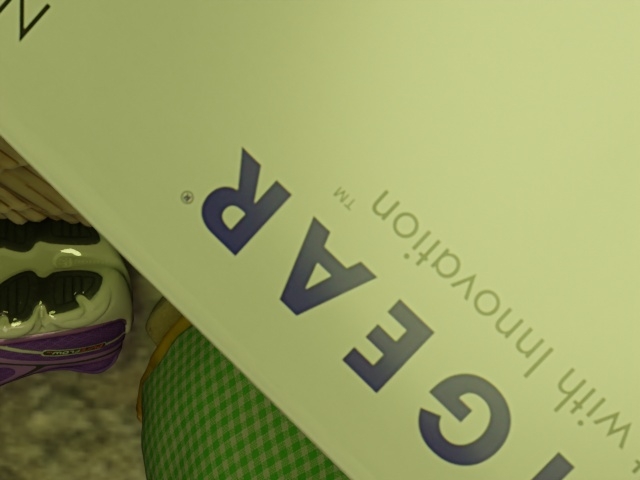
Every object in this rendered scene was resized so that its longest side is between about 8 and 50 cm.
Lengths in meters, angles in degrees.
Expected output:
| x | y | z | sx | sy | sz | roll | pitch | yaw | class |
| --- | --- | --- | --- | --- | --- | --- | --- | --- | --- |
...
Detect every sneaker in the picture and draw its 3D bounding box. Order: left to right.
| x | y | z | sx | sy | sz | roll | pitch | yaw | class |
| --- | --- | --- | --- | --- | --- | --- | --- | --- | --- |
| -0.150 | 0.036 | 0.664 | 0.170 | 0.068 | 0.071 | -2 | 139 | 0 | sneaker |

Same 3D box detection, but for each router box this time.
| x | y | z | sx | sy | sz | roll | pitch | yaw | class |
| --- | --- | --- | --- | --- | --- | --- | --- | --- | --- |
| 0.054 | -0.123 | 0.354 | 0.335 | 0.082 | 0.301 | 43 | 101 | 7 | router box |

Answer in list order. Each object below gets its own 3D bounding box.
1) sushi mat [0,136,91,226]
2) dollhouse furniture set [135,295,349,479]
| x | y | z | sx | sy | sz | roll | pitch | yaw | class |
| --- | --- | --- | --- | --- | --- | --- | --- | --- | --- |
| -0.160 | -0.033 | 0.495 | 0.151 | 0.019 | 0.316 | -1 | 172 | 8 | sushi mat |
| 0.000 | 0.000 | 0.549 | 0.151 | 0.197 | 0.301 | 31 | 123 | -28 | dollhouse furniture set |
